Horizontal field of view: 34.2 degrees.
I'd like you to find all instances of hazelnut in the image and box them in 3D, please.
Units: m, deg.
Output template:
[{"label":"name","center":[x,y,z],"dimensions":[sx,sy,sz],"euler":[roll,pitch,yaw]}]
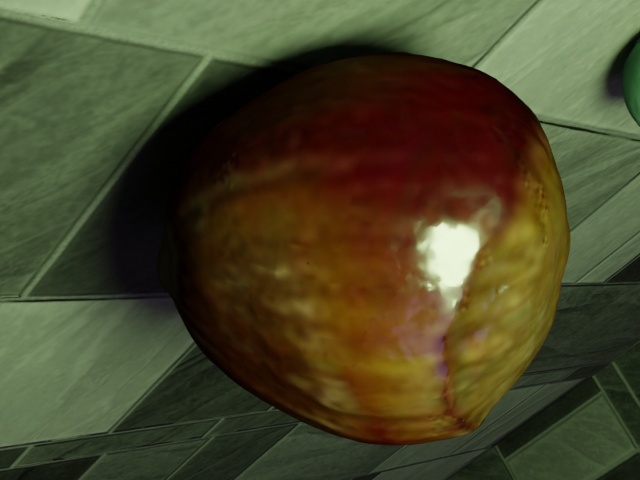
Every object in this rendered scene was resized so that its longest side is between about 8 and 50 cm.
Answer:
[{"label":"hazelnut","center":[0.040,0.009,1.047],"dimensions":[0.420,0.353,0.421],"euler":[8,150,5]}]

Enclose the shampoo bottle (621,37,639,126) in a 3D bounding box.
[{"label":"shampoo bottle","center":[0.537,-0.222,1.313],"dimensions":[0.349,0.151,0.222],"euler":[-17,159,-23]}]
